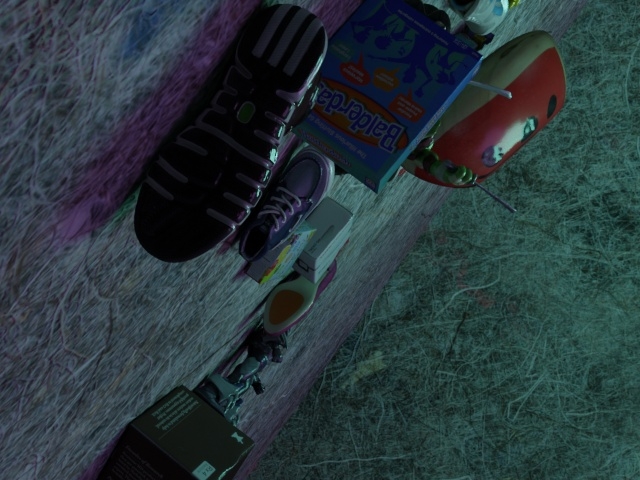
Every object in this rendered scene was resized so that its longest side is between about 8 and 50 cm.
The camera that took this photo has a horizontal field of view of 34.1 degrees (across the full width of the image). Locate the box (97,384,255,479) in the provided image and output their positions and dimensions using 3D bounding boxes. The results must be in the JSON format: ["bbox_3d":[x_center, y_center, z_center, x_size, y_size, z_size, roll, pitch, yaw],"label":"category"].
[{"bbox_3d":[-0.250,0.389,1.733,0.203,0.167,0.168,-58,169,26],"label":"box"}]

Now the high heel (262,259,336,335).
[{"bbox_3d":[-0.041,0.109,1.998,0.117,0.082,0.244,96,18,-53],"label":"high heel"}]

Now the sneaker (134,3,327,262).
[{"bbox_3d":[-0.073,-0.097,1.066,0.281,0.106,0.162,-55,173,4],"label":"sneaker"}]

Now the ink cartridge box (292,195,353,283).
[{"bbox_3d":[0.000,0.000,1.850,0.109,0.063,0.150,-50,169,-15],"label":"ink cartridge box"}]

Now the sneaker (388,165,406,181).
[{"bbox_3d":[0.172,-0.171,2.114,0.118,0.042,0.067,-50,169,31],"label":"sneaker"}]

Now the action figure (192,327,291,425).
[{"bbox_3d":[-0.135,0.251,2.012,0.285,0.099,0.185,-49,165,-40],"label":"action figure"}]

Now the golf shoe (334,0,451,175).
[{"bbox_3d":[0.091,-0.205,1.461,0.273,0.105,0.120,-54,177,5],"label":"golf shoe"}]

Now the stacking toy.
[{"bbox_3d":[0.273,-0.368,1.899,0.221,0.052,0.167,-36,159,-54],"label":"stacking toy"}]

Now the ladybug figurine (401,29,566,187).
[{"bbox_3d":[0.324,-0.234,1.981,0.449,0.162,0.305,-39,173,-35],"label":"ladybug figurine"}]

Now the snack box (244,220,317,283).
[{"bbox_3d":[-0.063,0.015,1.687,0.100,0.037,0.141,-54,171,11],"label":"snack box"}]

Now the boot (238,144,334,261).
[{"bbox_3d":[-0.048,-0.046,1.444,0.086,0.069,0.190,-46,170,-50],"label":"boot"}]

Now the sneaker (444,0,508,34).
[{"bbox_3d":[0.232,-0.376,1.595,0.092,0.087,0.228,-45,162,-7],"label":"sneaker"}]

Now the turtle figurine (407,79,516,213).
[{"bbox_3d":[0.206,-0.198,1.672,0.198,0.275,0.266,-68,162,-4],"label":"turtle figurine"}]

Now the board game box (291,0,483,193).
[{"bbox_3d":[0.069,-0.184,1.253,0.210,0.160,0.047,-51,170,-15],"label":"board game box"}]
